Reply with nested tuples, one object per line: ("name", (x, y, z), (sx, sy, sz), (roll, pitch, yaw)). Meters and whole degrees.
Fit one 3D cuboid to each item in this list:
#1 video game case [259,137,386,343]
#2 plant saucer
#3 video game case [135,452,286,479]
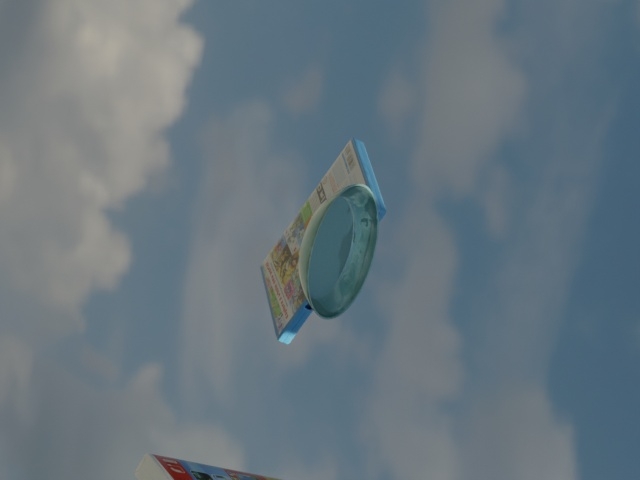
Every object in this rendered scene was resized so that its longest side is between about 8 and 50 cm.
("video game case", (0.000, 0.000, 1.764), (0.166, 0.015, 0.119), (-54, -152, 24))
("plant saucer", (0.012, 0.007, 1.619), (0.021, 0.119, 0.119), (15, -81, 27))
("video game case", (0.004, 0.261, 1.583), (0.204, 0.285, 0.025), (43, -72, 45))
